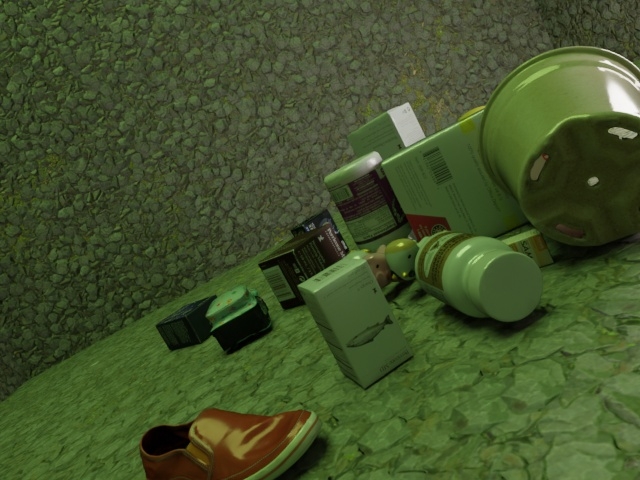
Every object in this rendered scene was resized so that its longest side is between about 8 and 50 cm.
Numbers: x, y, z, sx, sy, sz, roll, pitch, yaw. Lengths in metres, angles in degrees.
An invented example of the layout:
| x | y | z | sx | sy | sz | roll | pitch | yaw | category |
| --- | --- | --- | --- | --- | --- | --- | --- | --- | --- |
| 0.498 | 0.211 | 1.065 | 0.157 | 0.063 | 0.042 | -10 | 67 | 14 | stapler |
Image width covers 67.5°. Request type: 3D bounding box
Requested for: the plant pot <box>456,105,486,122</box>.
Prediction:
| x | y | z | sx | sy | sz | roll | pitch | yaw | category |
| --- | --- | --- | --- | --- | --- | --- | --- | --- | --- |
| 0.547 | -0.277 | 1.548 | 0.253 | 0.254 | 0.239 | -23 | 26 | 27 | plant pot |

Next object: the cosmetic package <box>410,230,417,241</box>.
| x | y | z | sx | sy | sz | roll | pitch | yaw | category |
| --- | --- | --- | --- | --- | --- | --- | --- | --- | --- |
| 0.359 | -0.102 | 1.412 | 0.237 | 0.127 | 0.107 | -23 | 9 | 20 | cosmetic package |

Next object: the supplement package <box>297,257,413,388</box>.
| x | y | z | sx | sy | sz | roll | pitch | yaw | category |
| --- | --- | --- | --- | --- | --- | --- | --- | --- | --- |
| 0.056 | 0.132 | 0.799 | 0.105 | 0.179 | 0.105 | -30 | 9 | -16 | supplement package |

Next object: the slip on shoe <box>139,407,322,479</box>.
| x | y | z | sx | sy | sz | roll | pitch | yaw | category |
| --- | --- | --- | --- | --- | --- | --- | --- | --- | --- |
| -0.147 | 0.302 | 0.709 | 0.331 | 0.101 | 0.123 | -22 | 9 | 28 | slip on shoe |

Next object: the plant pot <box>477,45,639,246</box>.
| x | y | z | sx | sy | sz | roll | pitch | yaw | category |
| --- | --- | --- | --- | --- | --- | --- | --- | --- | --- |
| 0.462 | -0.155 | 0.860 | 0.333 | 0.334 | 0.305 | -24 | 18 | 26 | plant pot |

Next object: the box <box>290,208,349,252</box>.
| x | y | z | sx | sy | sz | roll | pitch | yaw | category |
| --- | --- | --- | --- | --- | --- | --- | --- | --- | --- |
| 0.000 | 0.000 | 1.738 | 0.077 | 0.180 | 0.147 | -20 | 10 | 47 | box |

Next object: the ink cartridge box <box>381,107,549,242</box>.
| x | y | z | sx | sy | sz | roll | pitch | yaw | category |
| --- | --- | --- | --- | --- | --- | --- | --- | --- | --- |
| 0.381 | -0.156 | 1.159 | 0.384 | 0.279 | 0.160 | -25 | 8 | 16 | ink cartridge box |

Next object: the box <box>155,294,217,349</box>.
| x | y | z | sx | sy | sz | roll | pitch | yaw | category |
| --- | --- | --- | --- | --- | --- | --- | --- | --- | --- |
| -0.448 | 0.289 | 1.682 | 0.207 | 0.108 | 0.153 | -22 | 10 | 38 | box |

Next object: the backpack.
| x | y | z | sx | sy | sz | roll | pitch | yaw | category |
| --- | --- | --- | --- | --- | --- | --- | --- | --- | --- |
| -0.237 | 0.212 | 1.377 | 0.165 | 0.144 | 0.188 | -33 | 6 | -1 | backpack |

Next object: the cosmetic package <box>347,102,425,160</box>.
| x | y | z | sx | sy | sz | roll | pitch | yaw | category |
| --- | --- | --- | --- | --- | --- | --- | --- | --- | --- |
| 0.292 | -0.269 | 1.740 | 0.217 | 0.385 | 0.156 | -22 | 9 | 47 | cosmetic package |

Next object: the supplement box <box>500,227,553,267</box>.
| x | y | z | sx | sy | sz | roll | pitch | yaw | category |
| --- | --- | --- | --- | --- | --- | --- | --- | --- | --- |
| 0.361 | 0.025 | 0.872 | 0.098 | 0.062 | 0.036 | -25 | 8 | 25 | supplement box |

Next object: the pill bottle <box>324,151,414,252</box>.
| x | y | z | sx | sy | sz | roll | pitch | yaw | category |
| --- | --- | --- | --- | --- | --- | --- | --- | --- | --- |
| 0.147 | -0.073 | 1.300 | 0.169 | 0.302 | 0.169 | -27 | 9 | 5 | pill bottle |

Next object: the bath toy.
| x | y | z | sx | sy | sz | roll | pitch | yaw | category |
| --- | --- | --- | --- | --- | --- | --- | --- | --- | --- |
| 0.160 | 0.065 | 1.087 | 0.348 | 0.151 | 0.129 | -16 | 49 | 54 | bath toy |

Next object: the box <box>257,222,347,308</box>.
| x | y | z | sx | sy | sz | roll | pitch | yaw | category |
| --- | --- | --- | --- | --- | --- | --- | --- | --- | --- |
| -0.043 | 0.077 | 1.459 | 0.167 | 0.169 | 0.203 | -21 | 11 | 42 | box |

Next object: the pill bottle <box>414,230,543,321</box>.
| x | y | z | sx | sy | sz | roll | pitch | yaw | category |
| --- | --- | --- | --- | --- | --- | --- | --- | --- | --- |
| 0.254 | 0.056 | 0.792 | 0.131 | 0.131 | 0.229 | -29 | 9 | -5 | pill bottle |
